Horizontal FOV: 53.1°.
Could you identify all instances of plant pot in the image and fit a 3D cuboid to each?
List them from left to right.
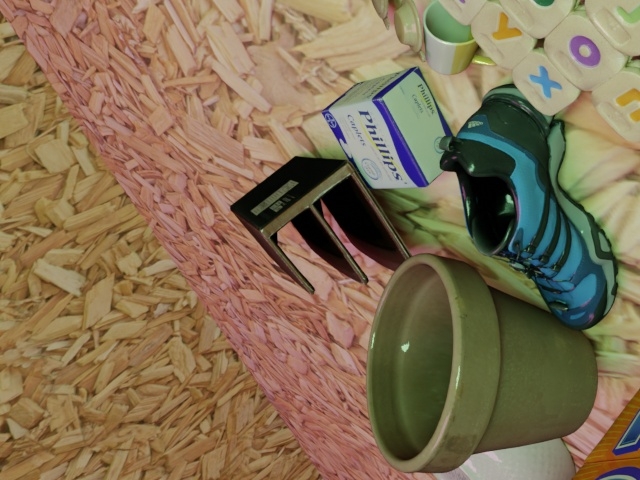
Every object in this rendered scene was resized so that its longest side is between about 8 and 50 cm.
[{"bbox_3d":[0.208,0.162,0.804,0.230,0.262,0.263,11,163,-14],"label":"plant pot"}]

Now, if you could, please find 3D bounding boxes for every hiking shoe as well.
[{"bbox_3d":[0.215,-0.009,0.687,0.113,0.132,0.304,8,134,59],"label":"hiking shoe"}]

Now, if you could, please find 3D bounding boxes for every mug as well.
[{"bbox_3d":[0.136,-0.195,0.642,0.078,0.062,0.064,50,167,21],"label":"mug"}]

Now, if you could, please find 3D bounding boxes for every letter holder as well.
[{"bbox_3d":[0.000,0.000,0.995,0.214,0.152,0.302,53,173,-16],"label":"letter holder"}]

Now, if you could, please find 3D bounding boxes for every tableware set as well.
[{"bbox_3d":[0.071,-0.266,0.626,0.168,0.020,0.141,80,173,-55],"label":"tableware set"}]

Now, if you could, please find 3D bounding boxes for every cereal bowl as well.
[{"bbox_3d":[0.280,0.380,1.177,0.339,0.141,0.339,41,156,23],"label":"cereal bowl"}]

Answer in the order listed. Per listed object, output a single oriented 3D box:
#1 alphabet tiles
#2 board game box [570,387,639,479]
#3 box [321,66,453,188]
[{"bbox_3d":[0.173,-0.196,0.466,0.284,0.021,0.278,49,173,3],"label":"alphabet tiles"},{"bbox_3d":[0.422,0.293,0.478,0.356,0.356,0.356,46,158,9],"label":"board game box"},{"bbox_3d":[0.087,-0.136,0.808,0.137,0.072,0.126,5,132,59],"label":"box"}]
